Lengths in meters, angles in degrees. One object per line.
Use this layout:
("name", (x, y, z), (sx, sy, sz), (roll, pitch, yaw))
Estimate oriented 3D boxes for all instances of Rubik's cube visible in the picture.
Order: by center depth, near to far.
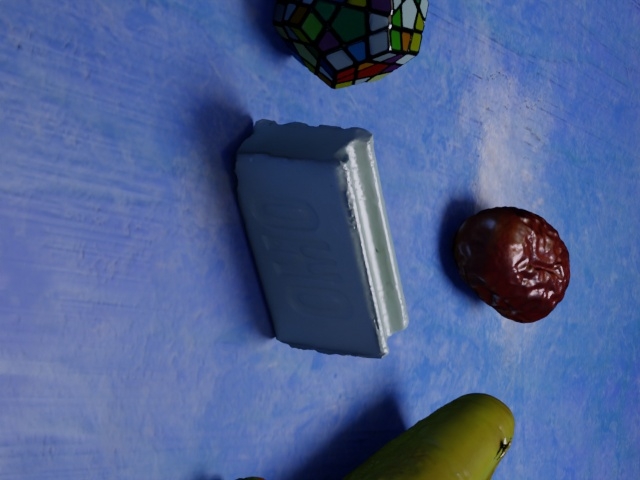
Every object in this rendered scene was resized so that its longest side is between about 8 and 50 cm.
("Rubik's cube", (0.026, -0.193, 1.240), (0.112, 0.133, 0.133), (19, 78, -33))

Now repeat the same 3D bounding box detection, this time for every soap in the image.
("soap", (0.000, 0.000, 1.229), (0.063, 0.115, 0.198), (-50, 136, -45))

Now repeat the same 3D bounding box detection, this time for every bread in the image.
("bread", (0.061, 0.263, 1.381), (0.383, 0.112, 0.166), (-34, 152, -54))

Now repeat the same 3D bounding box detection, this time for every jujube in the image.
("jujube", (0.213, 0.023, 1.620), (0.176, 0.109, 0.112), (34, 32, -55))

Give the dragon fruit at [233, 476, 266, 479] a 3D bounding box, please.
("dragon fruit", (-0.056, 0.271, 1.180), (0.138, 0.142, 0.175), (37, 33, -19))
